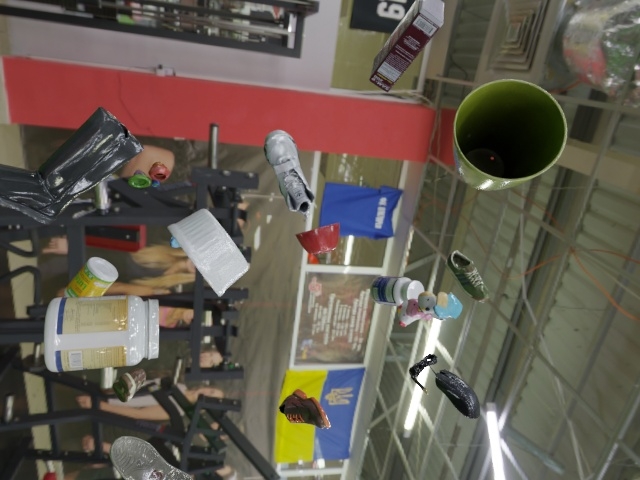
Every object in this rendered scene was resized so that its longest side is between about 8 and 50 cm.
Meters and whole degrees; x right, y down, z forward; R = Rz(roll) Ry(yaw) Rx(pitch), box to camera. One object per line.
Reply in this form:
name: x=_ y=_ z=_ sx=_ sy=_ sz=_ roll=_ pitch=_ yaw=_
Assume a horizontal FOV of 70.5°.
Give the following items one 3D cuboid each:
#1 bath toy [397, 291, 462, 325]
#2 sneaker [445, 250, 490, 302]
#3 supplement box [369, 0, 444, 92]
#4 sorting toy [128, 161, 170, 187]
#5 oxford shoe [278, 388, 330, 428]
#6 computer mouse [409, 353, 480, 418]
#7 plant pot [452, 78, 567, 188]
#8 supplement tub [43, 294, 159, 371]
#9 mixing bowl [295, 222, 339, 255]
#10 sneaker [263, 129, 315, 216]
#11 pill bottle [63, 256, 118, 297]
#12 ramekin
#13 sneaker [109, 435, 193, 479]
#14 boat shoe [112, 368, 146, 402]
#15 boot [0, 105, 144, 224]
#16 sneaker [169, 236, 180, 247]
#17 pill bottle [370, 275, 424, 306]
bath toy: x=0.425 y=0.290 z=1.889 sx=0.129 sy=0.151 sz=0.348 roll=-45 pitch=-175 yaw=-25
sneaker: x=0.486 y=0.112 z=1.489 sx=0.192 sy=0.064 sz=0.086 roll=54 pitch=-16 yaw=32
supplement box: x=0.233 y=-0.543 z=1.244 sx=0.239 sy=0.073 sz=0.130 roll=-45 pitch=-157 yaw=46
sorting toy: x=-0.409 y=-0.160 z=1.087 sx=0.061 sy=0.101 sz=0.042 roll=61 pitch=14 yaw=-67
oxford shoe: x=-0.053 y=0.554 z=1.436 sx=0.097 sy=0.098 sz=0.271 roll=65 pitch=-24 yaw=-4
computer mouse: x=0.424 y=0.492 z=1.525 sx=0.262 sy=0.184 sz=0.060 roll=49 pitch=-52 yaw=30
plant pot: x=0.492 y=-0.252 z=1.276 sx=0.293 sy=0.274 sz=0.275 roll=57 pitch=33 yaw=-77
supplement tub: x=-0.685 y=0.290 z=1.444 sx=0.228 sy=0.315 sz=0.229 roll=-179 pitch=-90 yaw=-68
mixing bowl: x=0.000 y=0.000 z=1.750 sx=0.181 sy=0.181 sz=0.098 roll=164 pitch=-90 yaw=-78
sneaker: x=-0.115 y=-0.262 z=1.841 sx=0.366 sy=0.137 sz=0.210 roll=74 pitch=-10 yaw=-48
pill bottle: x=-0.993 y=0.203 z=1.928 sx=0.246 sy=0.136 sz=0.136 roll=-48 pitch=-158 yaw=9
ramekin: x=-0.354 y=0.031 z=1.459 sx=0.277 sy=0.135 sz=0.277 roll=48 pitch=-14 yaw=17
sneaker: x=-0.405 y=0.532 z=1.038 sx=0.118 sy=0.222 sz=0.083 roll=-26 pitch=-156 yaw=42
boat shoe: x=-0.739 y=0.564 z=1.772 sx=0.095 sy=0.095 sz=0.257 roll=56 pitch=-42 yaw=3
boot: x=-0.875 y=-0.283 z=1.516 sx=0.146 sy=0.445 sz=0.367 roll=53 pitch=0 yaw=21
sneaker: x=-0.534 y=-0.006 z=1.851 sx=0.073 sy=0.161 sz=0.064 roll=-144 pitch=-138 yaw=-65
pill bottle: x=0.394 y=0.263 z=2.334 sx=0.264 sy=0.153 sz=0.154 roll=-2 pitch=-95 yaw=54
